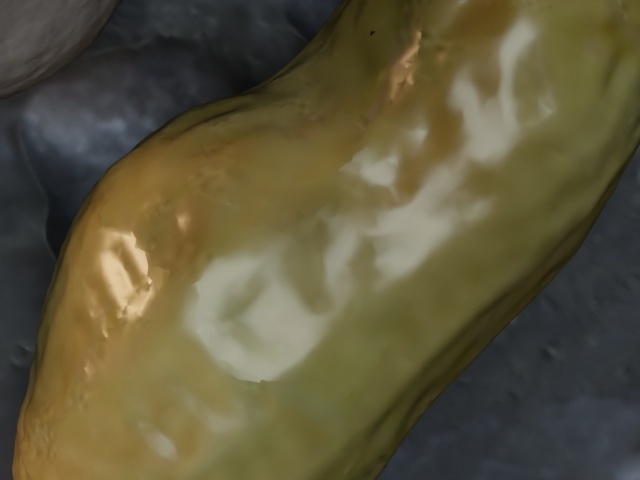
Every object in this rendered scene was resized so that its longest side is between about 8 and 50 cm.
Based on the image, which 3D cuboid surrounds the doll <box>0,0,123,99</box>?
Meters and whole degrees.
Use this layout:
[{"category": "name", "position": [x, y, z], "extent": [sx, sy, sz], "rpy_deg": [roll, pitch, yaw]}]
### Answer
[{"category": "doll", "position": [-0.194, -0.061, 0.679], "extent": [0.287, 0.151, 0.151], "rpy_deg": [-39, 103, 10]}]

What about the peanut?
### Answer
[{"category": "peanut", "position": [0.000, 0.000, 0.703], "extent": [0.147, 0.147, 0.319], "rpy_deg": [39, 102, -11]}]
